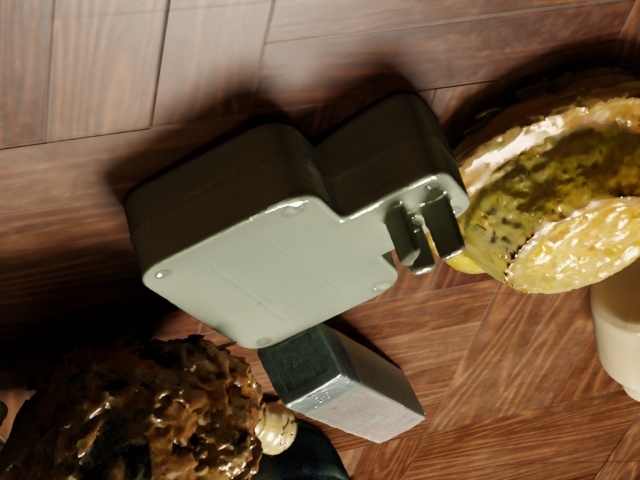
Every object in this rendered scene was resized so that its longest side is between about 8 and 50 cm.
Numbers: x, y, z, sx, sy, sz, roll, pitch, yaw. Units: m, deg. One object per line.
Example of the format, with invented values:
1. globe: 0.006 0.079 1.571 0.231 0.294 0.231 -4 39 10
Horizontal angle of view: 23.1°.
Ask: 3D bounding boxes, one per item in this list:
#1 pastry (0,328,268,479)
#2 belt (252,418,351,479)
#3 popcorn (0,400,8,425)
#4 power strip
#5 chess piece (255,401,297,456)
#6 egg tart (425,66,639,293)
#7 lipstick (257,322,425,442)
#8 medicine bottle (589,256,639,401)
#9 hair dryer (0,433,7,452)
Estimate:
1. pastry: -0.182 0.173 1.392 0.275 0.275 0.193 -31 129 14
2. belt: -0.061 0.317 1.799 0.206 0.116 0.267 -23 147 -6
3. popcorn: -0.344 0.164 1.398 0.116 0.121 0.106 32 152 -11
4. power strip: 0.000 0.000 1.332 0.261 0.141 0.229 -26 150 13
5. chess piece: -0.097 0.181 1.629 0.060 0.060 0.172 -36 144 22
6. egg tart: 0.223 -0.035 1.440 0.288 0.118 0.288 -18 153 -9
7. lipstick: 0.029 0.148 1.584 0.066 0.068 0.317 -31 159 9
8. medicine bottle: 0.361 0.105 1.735 0.114 0.114 0.252 -22 149 1
9. hair dryer: -0.326 0.246 1.590 0.117 0.064 0.181 -36 154 20
